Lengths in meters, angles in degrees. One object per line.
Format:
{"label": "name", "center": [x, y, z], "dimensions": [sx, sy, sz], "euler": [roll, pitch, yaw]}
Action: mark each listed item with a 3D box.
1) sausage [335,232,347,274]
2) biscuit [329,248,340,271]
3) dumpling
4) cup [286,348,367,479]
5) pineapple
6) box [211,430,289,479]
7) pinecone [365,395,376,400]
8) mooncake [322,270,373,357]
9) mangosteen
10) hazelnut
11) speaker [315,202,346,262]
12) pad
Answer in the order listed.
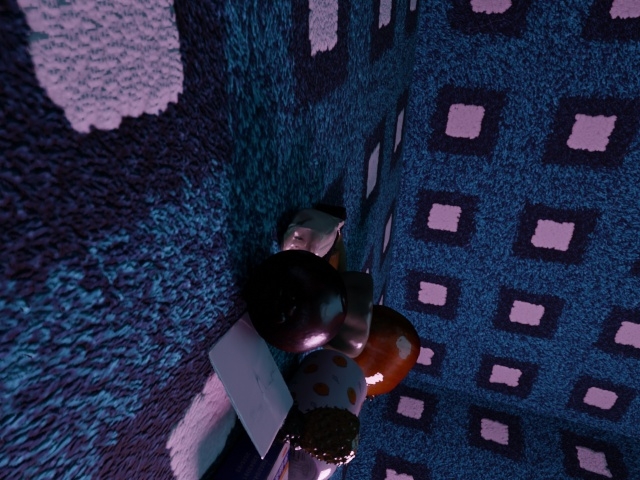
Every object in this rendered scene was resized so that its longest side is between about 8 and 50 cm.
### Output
{"label": "sausage", "center": [0.046, 0.034, 1.307], "dimensions": [0.301, 0.066, 0.065], "euler": [80, 26, -56]}
{"label": "biscuit", "center": [-0.011, 0.161, 1.149], "dimensions": [0.262, 0.052, 0.276], "euler": [-21, 127, -73]}
{"label": "dumpling", "center": [-0.022, -0.006, 0.966], "dimensions": [0.199, 0.118, 0.136], "euler": [-10, 129, -44]}
{"label": "cup", "center": [-0.017, 0.458, 1.092], "dimensions": [0.317, 0.212, 0.212], "euler": [-41, 139, -64]}
{"label": "pineapple", "center": [-0.047, 0.389, 0.878], "dimensions": [0.125, 0.251, 0.125], "euler": [15, 90, -87]}
{"label": "box", "center": [-0.154, 0.583, 0.893], "dimensions": [0.200, 0.107, 0.299], "euler": [-44, 140, -64]}
{"label": "pinecone", "center": [0.205, 0.662, 2.006], "dimensions": [0.221, 0.222, 0.221], "euler": [11, 90, -74]}
{"label": "mooncake", "center": [0.079, 0.227, 1.300], "dimensions": [0.275, 0.135, 0.274], "euler": [-167, -90, -84]}
{"label": "mangosteen", "center": [-0.042, 0.115, 0.808], "dimensions": [0.210, 0.210, 0.209], "euler": [11, 90, -74]}
{"label": "hazelnut", "center": [0.197, 0.419, 1.625], "dimensions": [0.366, 0.366, 0.365], "euler": [11, 90, -74]}
{"label": "speaker", "center": [0.000, 0.000, 1.083], "dimensions": [0.044, 0.082, 0.218], "euler": [81, 24, -50]}
{"label": "pad", "center": [-0.122, 0.263, 0.784], "dimensions": [0.232, 0.004, 0.156], "euler": [67, 25, -12]}
